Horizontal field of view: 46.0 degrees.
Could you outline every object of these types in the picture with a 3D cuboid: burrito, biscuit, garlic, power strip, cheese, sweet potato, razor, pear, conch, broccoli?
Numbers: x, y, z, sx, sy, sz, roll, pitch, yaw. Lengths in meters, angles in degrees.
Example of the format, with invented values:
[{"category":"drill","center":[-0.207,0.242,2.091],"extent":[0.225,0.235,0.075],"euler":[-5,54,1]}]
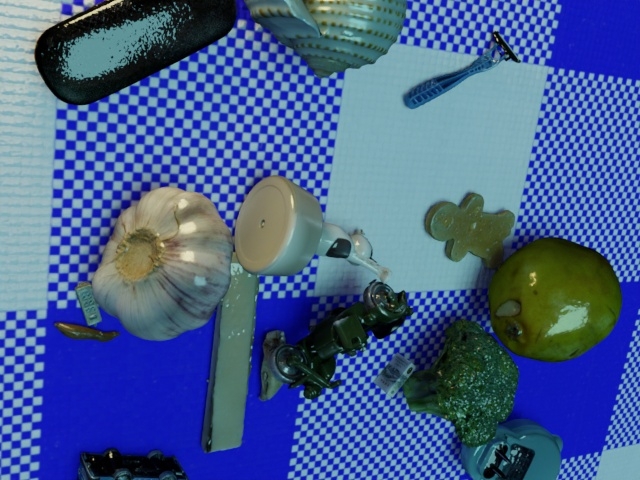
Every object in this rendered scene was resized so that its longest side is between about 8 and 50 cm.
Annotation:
[{"category":"burrito","center":[-0.090,0.243,1.460],"extent":[0.055,0.041,0.149],"euler":[-2,111,-15]},{"category":"biscuit","center":[0.317,-0.025,1.607],"extent":[0.234,0.030,0.153],"euler":[11,100,-32]},{"category":"garlic","center":[-0.229,0.044,1.235],"extent":[0.245,0.245,0.253],"euler":[-61,155,1]},{"category":"power strip","center":[-0.387,0.108,1.260],"extent":[0.027,0.017,0.083],"euler":[-20,114,-21]},{"category":"cheese","center":[-0.167,0.214,1.413],"extent":[0.085,0.034,0.401],"euler":[-3,108,-34]},{"category":"sweet potato","center":[-0.393,0.157,1.269],"extent":[0.115,0.026,0.026],"euler":[18,97,-35]},{"category":"razor","center":[0.272,-0.322,1.474],"extent":[0.253,0.042,0.082],"euler":[-31,77,-17]},{"category":"pear","center":[0.503,0.126,1.626],"extent":[0.321,0.269,0.269],"euler":[-40,124,-38]},{"category":"conch","center":[-0.013,-0.421,1.182],"extent":[0.302,0.215,0.319],"euler":[7,71,-37]},{"category":"broccoli","center":[0.303,0.303,1.607],"extent":[0.241,0.269,0.261],"euler":[-22,147,16]}]

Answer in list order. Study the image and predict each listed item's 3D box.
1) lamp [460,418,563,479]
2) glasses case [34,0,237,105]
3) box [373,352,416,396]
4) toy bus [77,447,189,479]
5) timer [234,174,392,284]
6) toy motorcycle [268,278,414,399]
[{"category":"lamp","center":[0.453,0.524,1.800],"extent":[0.284,0.147,0.209],"euler":[22,93,-42]},{"category":"glasses case","center":[-0.273,-0.315,1.141],"extent":[0.321,0.082,0.122],"euler":[-33,121,-18]},{"category":"box","center":[0.159,0.287,1.608],"extent":[0.083,0.054,0.024],"euler":[-51,127,-6]},{"category":"toy bus","center":[-0.344,0.441,1.353],"extent":[0.184,0.090,0.106],"euler":[13,102,-33]},{"category":"timer","center":[0.000,0.000,1.360],"extent":[0.266,0.175,0.175],"euler":[16,98,-37]},{"category":"toy motorcycle","center":[0.046,0.184,1.409],"extent":[0.275,0.205,0.127],"euler":[-32,87,-45]}]
